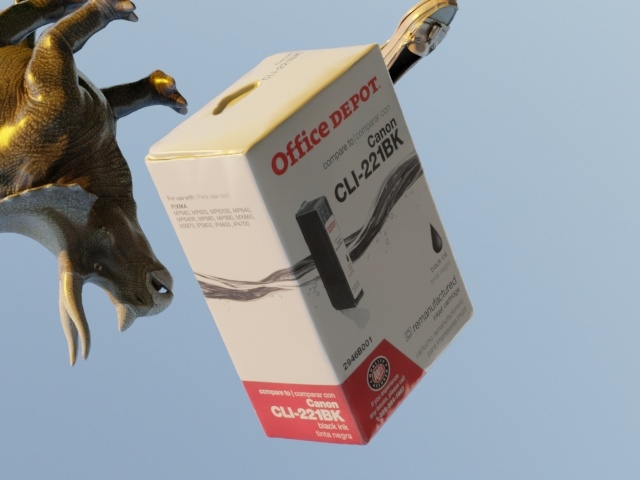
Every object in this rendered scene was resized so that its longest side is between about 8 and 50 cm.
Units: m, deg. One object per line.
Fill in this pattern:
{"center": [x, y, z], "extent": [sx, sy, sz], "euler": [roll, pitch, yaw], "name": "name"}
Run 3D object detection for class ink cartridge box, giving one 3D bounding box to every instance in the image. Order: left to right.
{"center": [0.000, 0.000, 1.098], "extent": [0.197, 0.114, 0.273], "euler": [-44, -59, -42], "name": "ink cartridge box"}

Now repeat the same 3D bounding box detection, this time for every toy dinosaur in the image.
{"center": [-0.188, -0.083, 0.786], "extent": [0.313, 0.121, 0.160], "euler": [36, -110, 31], "name": "toy dinosaur"}

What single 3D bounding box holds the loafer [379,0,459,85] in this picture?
{"center": [0.082, -0.172, 1.207], "extent": [0.045, 0.125, 0.039], "euler": [17, -134, -41], "name": "loafer"}
